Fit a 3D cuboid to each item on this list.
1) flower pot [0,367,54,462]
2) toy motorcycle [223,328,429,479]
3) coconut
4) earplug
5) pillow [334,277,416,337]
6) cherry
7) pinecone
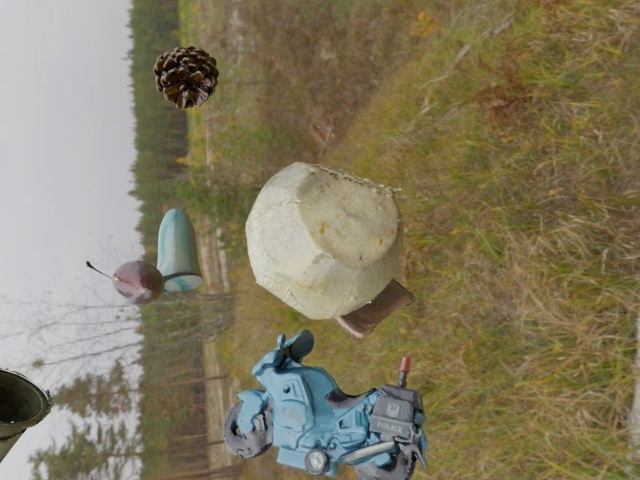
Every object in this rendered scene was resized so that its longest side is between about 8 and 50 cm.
[{"bbox_3d":[-0.971,0.539,1.406,0.259,0.291,0.290,-59,22,1],"label":"flower pot"},{"bbox_3d":[0.011,0.216,0.651,0.123,0.273,0.181,66,-145,-58],"label":"toy motorcycle"},{"bbox_3d":[0.000,0.000,1.108,0.360,0.347,0.345,131,134,-62],"label":"coconut"},{"bbox_3d":[-0.566,0.020,1.922,0.185,0.185,0.323,120,143,-58],"label":"earplug"},{"bbox_3d":[0.134,0.166,1.277,0.135,0.211,0.034,42,150,36],"label":"pillow"},{"bbox_3d":[-0.483,0.095,1.234,0.115,0.188,0.148,-48,29,4],"label":"cherry"},{"bbox_3d":[-0.391,-0.472,1.420,0.168,0.186,0.212,59,-165,-26],"label":"pinecone"}]
